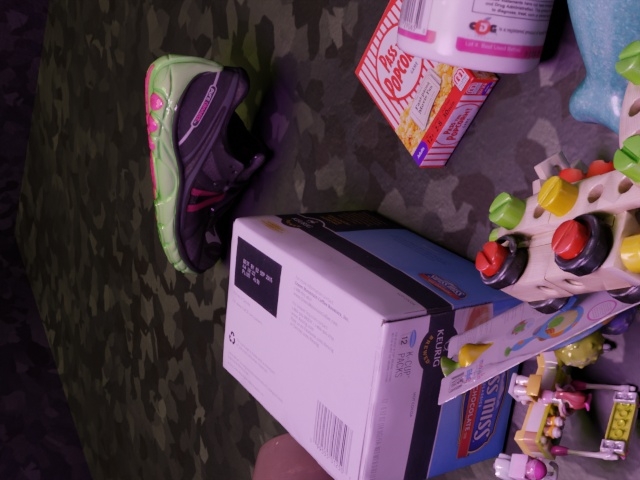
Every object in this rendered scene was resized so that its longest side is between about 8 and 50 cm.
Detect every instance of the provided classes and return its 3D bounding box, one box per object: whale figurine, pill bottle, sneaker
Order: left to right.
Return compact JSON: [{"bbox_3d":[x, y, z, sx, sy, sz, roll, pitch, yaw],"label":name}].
[{"bbox_3d":[-0.194,-0.108,1.475,0.483,0.202,0.185,98,164,-50],"label":"sneaker"},{"bbox_3d":[0.181,-0.331,0.880,0.160,0.160,0.283,36,123,50],"label":"pill bottle"},{"bbox_3d":[0.279,-0.219,0.761,0.216,0.141,0.272,43,135,45],"label":"whale figurine"}]

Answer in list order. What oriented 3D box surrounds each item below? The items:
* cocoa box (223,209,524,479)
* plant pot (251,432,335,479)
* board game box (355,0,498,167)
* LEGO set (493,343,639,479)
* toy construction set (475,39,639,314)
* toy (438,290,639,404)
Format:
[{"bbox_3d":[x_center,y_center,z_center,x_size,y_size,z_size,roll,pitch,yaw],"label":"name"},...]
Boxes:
[{"bbox_3d":[0.056,0.119,1.072,0.347,0.227,0.232,31,120,51],"label":"cocoa box"},{"bbox_3d":[-0.013,0.417,1.244,0.263,0.263,0.229,125,148,-45],"label":"plant pot"},{"bbox_3d":[0.130,-0.213,1.081,0.194,0.045,0.147,61,140,33],"label":"board game box"},{"bbox_3d":[0.265,0.124,0.869,0.107,0.132,0.287,-4,68,41],"label":"LEGO set"},{"bbox_3d":[0.242,-0.048,0.709,0.328,0.151,0.215,123,168,-72],"label":"toy construction set"},{"bbox_3d":[0.225,0.085,0.778,0.237,0.137,0.056,-28,101,22],"label":"toy"}]
